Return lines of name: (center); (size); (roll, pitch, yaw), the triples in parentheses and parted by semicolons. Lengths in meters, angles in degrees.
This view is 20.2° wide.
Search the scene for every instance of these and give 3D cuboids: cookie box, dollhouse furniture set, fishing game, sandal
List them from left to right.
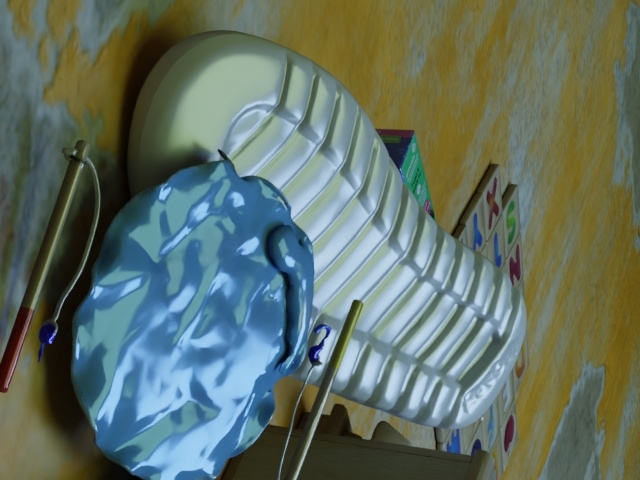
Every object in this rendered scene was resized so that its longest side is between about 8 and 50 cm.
fishing game: (-0.074, 0.044, 1.009); (0.264, 0.041, 0.189); (26, 79, -49)
sandal: (-0.008, 0.013, 1.163); (0.416, 0.102, 0.169); (44, 73, -45)
cookie box: (0.028, -0.030, 1.259); (0.107, 0.092, 0.040); (73, 28, -47)
dollhouse furniture set: (0.038, 0.307, 1.264); (0.303, 0.174, 0.355); (-64, 151, -42)

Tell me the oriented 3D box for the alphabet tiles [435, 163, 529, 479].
alphabet tiles: (0.160, 0.113, 1.765); (0.285, 0.011, 0.342); (-57, 146, -51)
